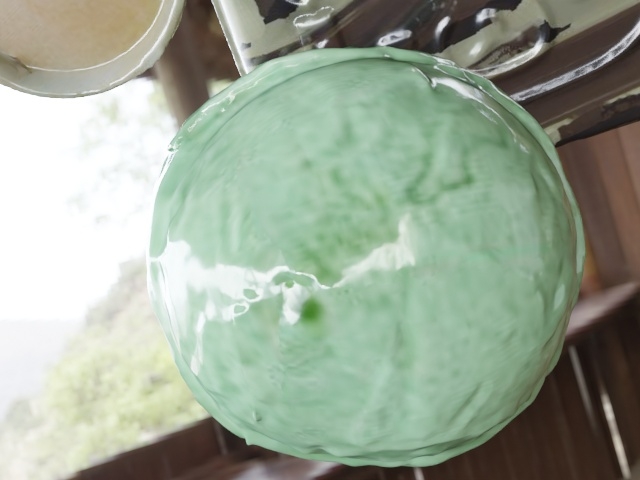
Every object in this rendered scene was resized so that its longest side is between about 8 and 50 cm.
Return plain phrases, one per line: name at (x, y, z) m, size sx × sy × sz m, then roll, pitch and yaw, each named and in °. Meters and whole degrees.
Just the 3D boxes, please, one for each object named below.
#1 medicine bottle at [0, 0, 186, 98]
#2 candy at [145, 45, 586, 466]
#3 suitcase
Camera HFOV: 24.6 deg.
medicine bottle at (-0.233, -0.317, 1.433) m, size 0.235 × 0.236 × 0.406 m, roll -16°, pitch 27°, yaw 7°
candy at (0.000, 0.000, 0.556) m, size 0.119 × 0.119 × 0.440 m, roll -16°, pitch 3°, yaw -3°
suitcase at (0.092, -0.215, 0.980) m, size 0.351 × 0.339 × 0.194 m, roll -19°, pitch 17°, yaw 9°
